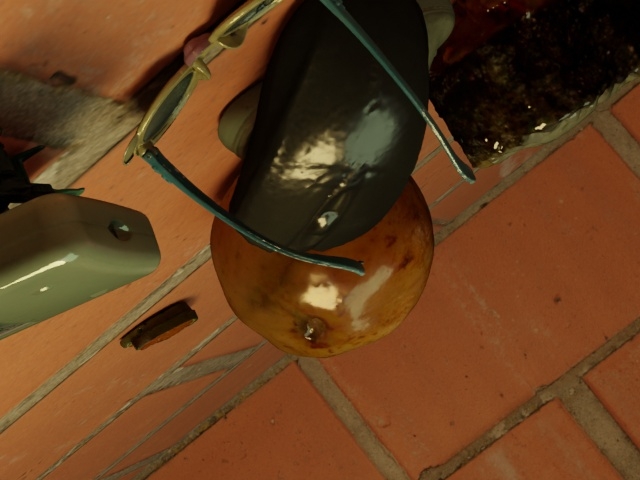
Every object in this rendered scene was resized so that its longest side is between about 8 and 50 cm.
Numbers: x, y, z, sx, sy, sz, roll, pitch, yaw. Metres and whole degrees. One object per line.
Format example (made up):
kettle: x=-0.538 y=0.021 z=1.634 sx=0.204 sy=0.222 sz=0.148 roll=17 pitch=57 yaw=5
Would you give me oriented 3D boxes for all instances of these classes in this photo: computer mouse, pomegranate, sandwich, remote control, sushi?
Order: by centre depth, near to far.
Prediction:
remote control: x=-0.253 y=0.048 z=0.679 sx=0.296 sy=0.056 sz=0.140 roll=-22 pitch=169 yaw=13
computer mouse: x=0.014 y=-0.081 z=0.869 sx=0.138 sy=0.086 sz=0.269 roll=2 pitch=129 yaw=-22
pomegranate: x=0.000 y=0.000 z=1.102 sx=0.248 sy=0.248 sz=0.248 roll=-37 pitch=170 yaw=-7
sushi: x=0.236 y=-0.204 z=1.135 sx=0.343 sy=0.182 sz=0.196 roll=-31 pitch=173 yaw=-32
sandwich: x=-0.207 y=0.113 z=1.432 sx=0.067 sy=0.029 sz=0.135 roll=-37 pitch=173 yaw=31

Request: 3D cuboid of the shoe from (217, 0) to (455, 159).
shoe: x=0.031 y=-0.130 z=0.952 sx=0.251 sy=0.100 sz=0.103 roll=-31 pitch=171 yaw=-14

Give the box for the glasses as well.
glasses: x=-0.012 y=-0.082 z=0.792 sx=0.189 sy=0.220 sz=0.088 roll=-43 pitch=-152 yaw=22

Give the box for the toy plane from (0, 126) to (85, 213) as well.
toy plane: x=-0.215 y=-0.028 z=0.653 sx=0.096 sy=0.060 sz=0.235 roll=-33 pitch=169 yaw=20
